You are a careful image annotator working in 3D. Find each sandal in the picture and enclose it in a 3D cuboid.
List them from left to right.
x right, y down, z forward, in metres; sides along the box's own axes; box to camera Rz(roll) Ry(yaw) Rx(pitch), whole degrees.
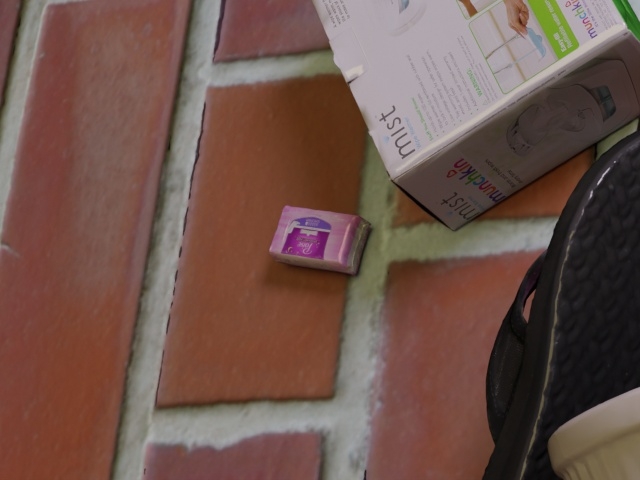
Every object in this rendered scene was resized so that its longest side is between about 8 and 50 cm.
[{"bbox_3d":[0.182,0.107,1.397,0.107,0.167,0.446,10,73,53],"label":"sandal"}]

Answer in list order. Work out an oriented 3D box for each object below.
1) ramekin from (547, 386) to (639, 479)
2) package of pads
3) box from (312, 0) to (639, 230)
[{"bbox_3d":[0.296,0.159,1.239,0.273,0.273,0.127,-22,72,22],"label":"ramekin"},{"bbox_3d":[0.000,0.000,1.631,0.083,0.032,0.050,8,72,34],"label":"package of pads"},{"bbox_3d":[0.132,-0.184,1.572,0.231,0.127,0.262,-34,55,16],"label":"box"}]
